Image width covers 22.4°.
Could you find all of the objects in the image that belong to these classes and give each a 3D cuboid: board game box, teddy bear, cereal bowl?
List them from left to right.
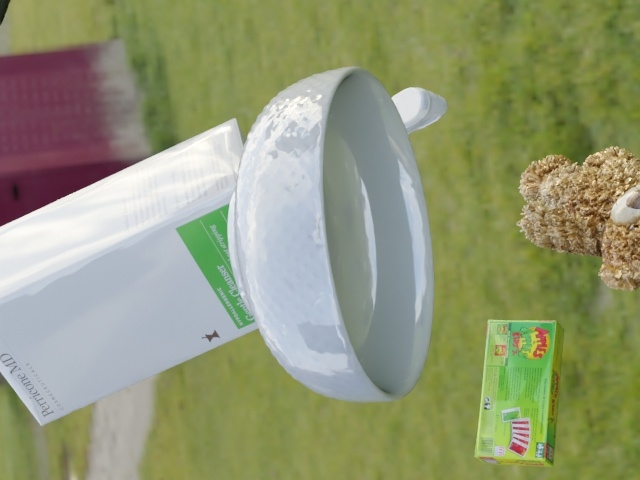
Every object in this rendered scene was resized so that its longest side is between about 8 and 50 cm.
[{"bbox_3d":[0.000,0.000,1.642,0.339,0.141,0.339,-8,-90,-70],"label":"cereal bowl"},{"bbox_3d":[0.254,0.194,2.056,0.043,0.092,0.181,40,-127,-60],"label":"board game box"},{"bbox_3d":[0.368,-0.051,2.014,0.338,0.245,0.113,-75,-11,-68],"label":"teddy bear"}]

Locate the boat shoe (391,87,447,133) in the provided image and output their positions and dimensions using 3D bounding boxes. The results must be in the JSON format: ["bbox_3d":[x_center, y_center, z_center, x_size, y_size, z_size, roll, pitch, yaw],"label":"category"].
[{"bbox_3d":[0.104,-0.169,2.249,0.184,0.063,0.066,-28,61,49],"label":"boat shoe"}]

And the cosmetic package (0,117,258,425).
[{"bbox_3d":[-0.212,0.037,1.870,0.197,0.365,0.155,59,-172,-35],"label":"cosmetic package"}]

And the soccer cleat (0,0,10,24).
[{"bbox_3d":[-0.265,-0.069,0.791,0.093,0.121,0.289,98,-162,-57],"label":"soccer cleat"}]
